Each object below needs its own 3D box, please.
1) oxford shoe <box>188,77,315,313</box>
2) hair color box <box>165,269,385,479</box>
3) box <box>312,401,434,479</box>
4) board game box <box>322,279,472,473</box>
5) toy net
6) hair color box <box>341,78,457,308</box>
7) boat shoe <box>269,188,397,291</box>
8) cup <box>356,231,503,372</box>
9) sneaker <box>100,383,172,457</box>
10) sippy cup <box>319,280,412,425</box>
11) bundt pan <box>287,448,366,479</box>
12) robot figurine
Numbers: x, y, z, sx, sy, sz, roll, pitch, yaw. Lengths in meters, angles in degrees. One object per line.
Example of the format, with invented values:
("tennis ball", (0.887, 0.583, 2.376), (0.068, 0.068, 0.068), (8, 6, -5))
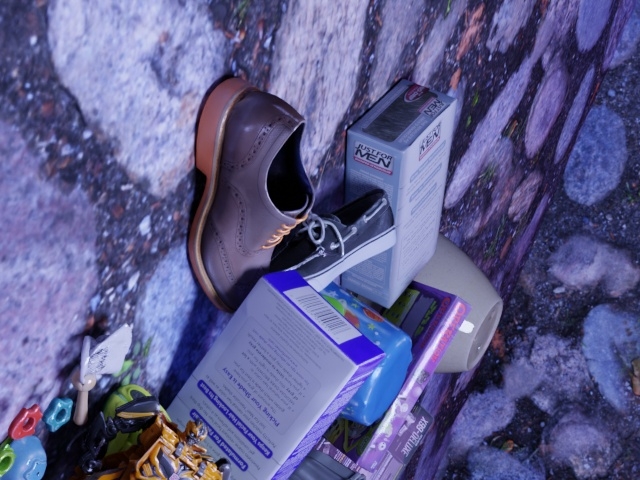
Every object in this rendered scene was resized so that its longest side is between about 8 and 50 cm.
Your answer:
("oxford shoe", (-0.086, -0.028, 1.211), (0.130, 0.133, 0.363), (-44, 149, -40))
("hair color box", (-0.086, 0.229, 1.297), (0.339, 0.185, 0.110), (-53, 162, 18))
("box", (0.068, 0.410, 1.872), (0.242, 0.076, 0.307), (46, 65, -24))
("board game box", (0.125, 0.238, 1.706), (0.347, 0.056, 0.208), (-58, -159, -6))
("toy net", (-0.308, 0.182, 1.072), (0.232, 0.045, 0.122), (-58, 154, -20))
("hair color box", (0.135, -0.077, 1.653), (0.185, 0.114, 0.374), (-46, 151, -37))
("boat shoe", (0.003, 0.001, 1.442), (0.306, 0.113, 0.105), (-24, 118, -32))
("cup", (0.244, 0.151, 1.953), (0.331, 0.237, 0.331), (-47, 151, -36))
("sneaker", (-0.253, 0.328, 1.254), (0.109, 0.123, 0.295), (-32, 122, -40))
("sippy cup", (0.025, 0.189, 1.545), (0.305, 0.224, 0.240), (-6, 119, -64))
("bundt pan", (-0.071, 0.500, 1.622), (0.331, 0.124, 0.331), (-42, 157, -22))
("robot figurine", (-0.245, 0.331, 1.127), (0.291, 0.085, 0.211), (-44, 114, -1))
